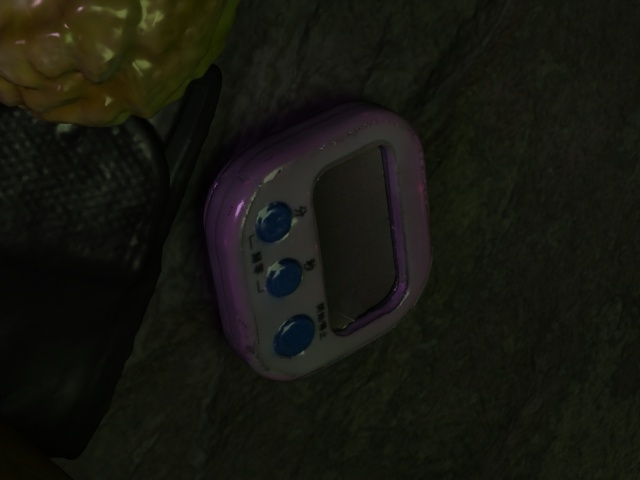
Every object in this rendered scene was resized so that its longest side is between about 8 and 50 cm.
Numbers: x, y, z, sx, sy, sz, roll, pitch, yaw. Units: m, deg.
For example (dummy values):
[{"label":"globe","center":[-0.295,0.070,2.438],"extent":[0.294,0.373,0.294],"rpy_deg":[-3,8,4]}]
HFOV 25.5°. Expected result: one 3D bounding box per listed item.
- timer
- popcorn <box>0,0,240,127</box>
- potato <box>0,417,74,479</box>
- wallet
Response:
[{"label":"timer","center":[0.000,0.000,1.107],"extent":[0.191,0.069,0.208],"rpy_deg":[-27,127,-27]},{"label":"popcorn","center":[-0.143,-0.180,0.793],"extent":[0.251,0.206,0.237],"rpy_deg":[-19,115,-21]},{"label":"potato","center":[-0.244,0.314,0.825],"extent":[0.385,0.319,0.442],"rpy_deg":[-58,152,-3]},{"label":"wallet","center":[-0.203,0.001,0.959],"extent":[0.247,0.041,0.323],"rpy_deg":[15,105,-42]}]
